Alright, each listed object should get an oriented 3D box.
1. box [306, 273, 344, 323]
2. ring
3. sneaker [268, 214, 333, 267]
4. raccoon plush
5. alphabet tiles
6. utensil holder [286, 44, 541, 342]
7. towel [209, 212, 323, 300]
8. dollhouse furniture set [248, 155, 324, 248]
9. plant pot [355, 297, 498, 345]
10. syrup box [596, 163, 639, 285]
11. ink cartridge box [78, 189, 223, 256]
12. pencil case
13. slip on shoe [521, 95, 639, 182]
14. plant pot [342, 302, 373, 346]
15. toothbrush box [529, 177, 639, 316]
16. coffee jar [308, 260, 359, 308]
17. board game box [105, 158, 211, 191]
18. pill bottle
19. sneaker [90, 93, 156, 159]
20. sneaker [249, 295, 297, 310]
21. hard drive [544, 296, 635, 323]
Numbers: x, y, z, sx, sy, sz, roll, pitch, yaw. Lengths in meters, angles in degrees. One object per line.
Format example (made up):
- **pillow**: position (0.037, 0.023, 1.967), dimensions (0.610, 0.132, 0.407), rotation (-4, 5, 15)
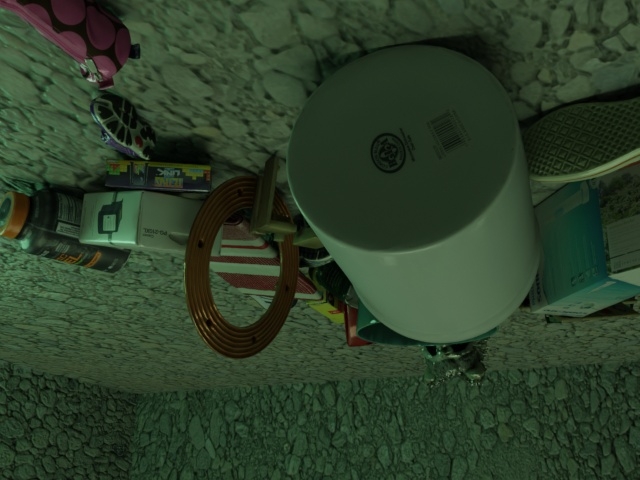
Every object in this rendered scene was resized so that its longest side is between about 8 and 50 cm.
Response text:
- **box**: position (0.031, 0.157, 2.056), dimensions (0.058, 0.087, 0.232), rotation (-7, 158, 20)
- **ring**: position (-0.143, 0.049, 1.402), dimensions (0.032, 0.336, 0.336), rotation (2, 164, 33)
- **sneaker**: position (0.000, 0.000, 1.621), dimensions (0.122, 0.110, 0.283), rotation (6, 170, -33)
- **raccoon plush**: position (0.420, 0.250, 1.993), dimensions (0.446, 0.299, 0.216), rotation (16, 155, -38)
- **alphabet tiles**: position (0.522, 0.106, 1.696), dimensions (0.343, 0.011, 0.285), rotation (0, -156, -28)
- **utensil holder**: position (0.149, -0.053, 1.132), dimensions (0.328, 0.327, 0.385), rotation (-6, 157, 17)
- **towel**: position (-0.162, 0.036, 1.618), dimensions (0.237, 0.037, 0.329), rotation (3, 151, 35)
- **dollhouse furniture set**: position (-0.043, -0.064, 1.390), dimensions (0.151, 0.123, 0.144), rotation (11, 170, -21)
- **plant pot**: position (0.217, 0.081, 1.619), dimensions (0.293, 0.235, 0.293), rotation (-1, 161, 0)
- **syrup box**: position (0.518, -0.055, 1.236), dimensions (0.096, 0.236, 0.093), rotation (14, 156, -31)
- **ink cartridge box**: position (-0.313, -0.030, 1.408), dimensions (0.172, 0.100, 0.237), rotation (8, 176, -41)
- **pencil case**: position (-0.308, -0.262, 0.879), dimensions (0.095, 0.098, 0.209), rotation (-10, 157, 26)
- **slip on shoe**: position (0.456, -0.157, 1.145), dimensions (0.331, 0.123, 0.101), rotation (-17, 158, 28)
- **plant pot**: position (0.146, 0.173, 1.949), dimensions (0.174, 0.191, 0.191), rotation (-2, 160, -3)
- **toothbrush box**: position (0.513, 0.006, 1.439), dimensions (0.126, 0.216, 0.295), rotation (6, 159, -15)
- **coffee jar**: position (0.051, 0.091, 1.777), dimensions (0.096, 0.079, 0.184), rotation (18, -172, -36)
- **board game box**: position (-0.273, -0.108, 1.312), dimensions (0.170, 0.048, 0.141), rotation (3, -177, -7)
- **pill bottle**: position (-0.500, -0.023, 1.497), dimensions (0.246, 0.130, 0.130), rotation (18, 153, -40)
- **sneaker**: position (-0.318, -0.169, 1.188), dimensions (0.071, 0.068, 0.170), rotation (2, 161, 11)
- **sneaker**: position (-0.090, 0.109, 1.904), dimensions (0.153, 0.099, 0.282), rotation (-8, 156, 26)
- **hard drive**: position (0.719, 0.151, 2.061), dimensions (0.237, 0.064, 0.339), rotation (-6, 158, 18)
